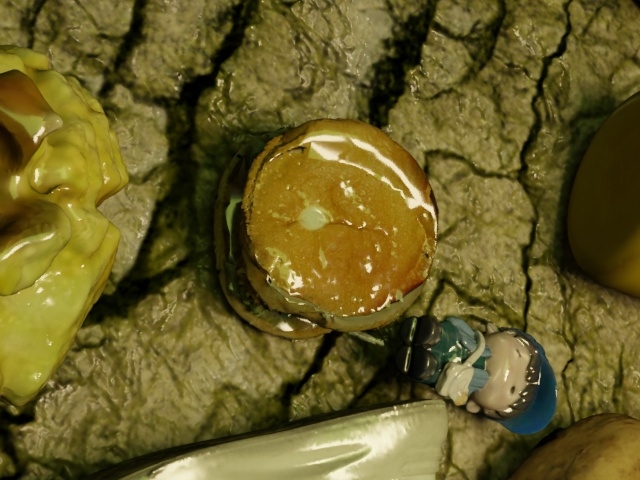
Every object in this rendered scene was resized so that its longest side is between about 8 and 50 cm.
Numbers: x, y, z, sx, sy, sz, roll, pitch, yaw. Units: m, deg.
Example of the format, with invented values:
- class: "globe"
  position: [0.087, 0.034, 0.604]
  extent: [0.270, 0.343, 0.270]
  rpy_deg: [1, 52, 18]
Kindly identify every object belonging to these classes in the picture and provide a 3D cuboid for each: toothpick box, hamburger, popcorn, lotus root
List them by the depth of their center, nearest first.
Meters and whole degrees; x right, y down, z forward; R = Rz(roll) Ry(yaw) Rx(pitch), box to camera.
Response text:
- class: "popcorn"
  position: [-0.244, -0.008, 1.012]
  extent: [0.224, 0.270, 0.258]
  rpy_deg: [27, 23, -17]
- class: "hamburger"
  position: [0.000, 0.000, 1.178]
  extent: [0.177, 0.113, 0.185]
  rpy_deg: [-29, 96, -31]
- class: "lotus root"
  position: [0.207, 0.221, 1.182]
  extent: [0.257, 0.140, 0.154]
  rpy_deg: [-25, 57, -18]
- class: "toothpick box"
  position: [0.361, -0.008, 1.286]
  extent: [0.271, 0.175, 0.175]
  rpy_deg: [20, 70, -19]

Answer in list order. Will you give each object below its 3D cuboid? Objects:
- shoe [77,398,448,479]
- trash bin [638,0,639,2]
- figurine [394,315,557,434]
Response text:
- class: "shoe"
  position: [-0.036, 0.213, 1.100]
  extent: [0.316, 0.124, 0.159]
  rpy_deg: [-13, 88, -24]
- class: "trash bin"
  position: [0.390, -0.238, 1.389]
  extent: [0.225, 0.115, 0.165]
  rpy_deg: [43, 64, -5]
- class: "figurine"
  position: [0.120, 0.102, 1.190]
  extent: [0.149, 0.087, 0.086]
  rpy_deg: [17, 73, -37]
